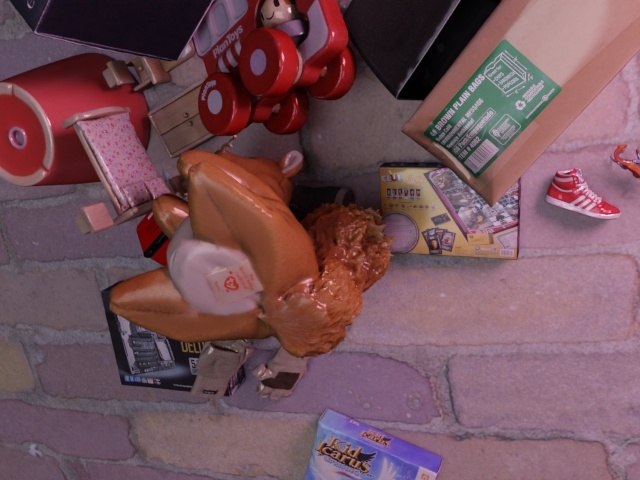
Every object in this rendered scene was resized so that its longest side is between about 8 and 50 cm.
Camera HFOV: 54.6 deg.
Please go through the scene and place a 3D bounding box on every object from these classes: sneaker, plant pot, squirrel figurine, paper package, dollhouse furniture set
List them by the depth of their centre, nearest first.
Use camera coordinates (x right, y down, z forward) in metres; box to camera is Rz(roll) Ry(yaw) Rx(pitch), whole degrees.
[{"bbox_3d":[0.300,-0.248,0.860,0.168,0.309,0.325,42,119,5],"label":"paper package"},{"bbox_3d":[0.149,-0.346,0.972,0.167,0.188,0.187,44,119,18],"label":"plant pot"},{"bbox_3d":[0.435,-0.078,1.014,0.118,0.042,0.067,18,117,18],"label":"sneaker"},{"bbox_3d":[-0.085,-0.002,1.041,0.396,0.370,0.281,27,114,-8],"label":"squirrel figurine"},{"bbox_3d":[-0.313,-0.215,1.100,0.173,0.355,0.303,-23,97,27],"label":"dollhouse furniture set"},{"bbox_3d":[0.000,0.000,1.210,0.118,0.083,0.222,11,106,27],"label":"sneaker"},{"bbox_3d":[-0.523,-0.229,1.246,0.274,0.243,0.275,7,111,19],"label":"plant pot"}]

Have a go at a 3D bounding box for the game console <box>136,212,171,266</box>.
[{"bbox_3d":[-0.324,-0.018,1.366,0.144,0.085,0.124,-42,58,28],"label":"game console"}]

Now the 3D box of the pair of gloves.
[{"bbox_3d":[-0.141,0.260,1.300,0.240,0.042,0.204,6,130,-17],"label":"pair of gloves"}]

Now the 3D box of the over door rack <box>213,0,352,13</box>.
[{"bbox_3d":[-0.050,-0.431,1.057,0.239,0.108,0.324,44,118,4],"label":"over door rack"}]

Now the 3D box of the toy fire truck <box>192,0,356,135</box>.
[{"bbox_3d":[-0.094,-0.320,1.003,0.302,0.169,0.254,-28,78,44],"label":"toy fire truck"}]

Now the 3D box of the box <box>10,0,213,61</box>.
[{"bbox_3d":[-0.334,-0.625,0.944,0.472,0.297,0.480,49,118,19],"label":"box"}]

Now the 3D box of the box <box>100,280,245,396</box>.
[{"bbox_3d":[-0.335,0.218,1.417,0.307,0.076,0.243,1,108,22],"label":"box"}]

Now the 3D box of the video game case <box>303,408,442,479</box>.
[{"bbox_3d":[0.101,0.527,1.353,0.269,0.061,0.244,19,113,16],"label":"video game case"}]

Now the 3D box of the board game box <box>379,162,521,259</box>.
[{"bbox_3d":[0.229,-0.055,1.107,0.243,0.042,0.165,4,109,21],"label":"board game box"}]

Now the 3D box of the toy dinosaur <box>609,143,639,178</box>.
[{"bbox_3d":[0.492,-0.118,0.961,0.082,0.090,0.047,7,132,-27],"label":"toy dinosaur"}]
